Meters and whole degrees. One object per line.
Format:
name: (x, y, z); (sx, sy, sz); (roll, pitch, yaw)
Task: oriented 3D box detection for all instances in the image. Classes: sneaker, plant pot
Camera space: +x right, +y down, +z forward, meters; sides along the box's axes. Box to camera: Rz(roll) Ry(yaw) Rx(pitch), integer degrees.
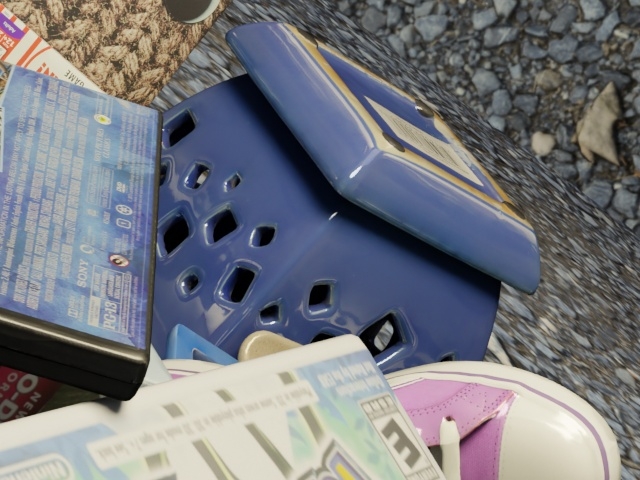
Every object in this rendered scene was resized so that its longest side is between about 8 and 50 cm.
sneaker: (-0.008, 0.122, 0.944); (0.282, 0.102, 0.161); (-1, 8, 21)
plant pot: (0.000, 0.000, 1.373); (0.236, 0.212, 0.236); (27, 18, -40)

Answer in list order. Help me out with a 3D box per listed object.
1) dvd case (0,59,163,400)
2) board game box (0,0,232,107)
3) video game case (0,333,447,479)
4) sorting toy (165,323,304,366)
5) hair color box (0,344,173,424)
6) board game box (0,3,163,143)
dvd case: (-0.179, -0.034, 0.705); (0.253, 0.022, 0.180); (18, 30, -13)
board game box: (-0.179, -0.245, 1.501); (0.232, 0.291, 0.141); (33, 16, -24)
video game case: (0.006, 0.181, 0.667); (0.300, 0.036, 0.329); (59, 25, 11)
sorting toy: (0.026, 0.167, 1.234); (0.347, 0.047, 0.196); (25, 36, -39)
hair color box: (-0.227, -0.002, 0.855); (0.113, 0.185, 0.374); (26, 20, -46)
board game box: (-0.203, -0.109, 1.369); (0.147, 0.045, 0.193); (41, -7, -23)
